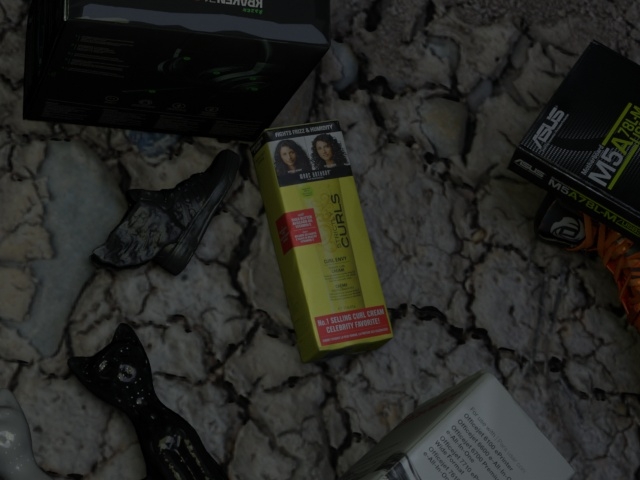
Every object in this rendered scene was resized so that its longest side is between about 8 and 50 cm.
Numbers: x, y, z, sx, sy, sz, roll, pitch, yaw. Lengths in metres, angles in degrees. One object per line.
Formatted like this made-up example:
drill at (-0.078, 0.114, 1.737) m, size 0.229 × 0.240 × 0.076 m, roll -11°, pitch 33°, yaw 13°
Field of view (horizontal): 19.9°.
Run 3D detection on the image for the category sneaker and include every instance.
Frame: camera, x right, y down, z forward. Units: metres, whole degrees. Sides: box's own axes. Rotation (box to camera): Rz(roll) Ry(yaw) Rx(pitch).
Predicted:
sneaker at (0.311, 0.027, 1.889) m, size 0.180 × 0.124 × 0.321 m, roll 6°, pitch 61°, yaw -11°
sneaker at (-0.151, -0.034, 1.790) m, size 0.089 × 0.051 × 0.170 m, roll 30°, pitch 71°, yaw -11°

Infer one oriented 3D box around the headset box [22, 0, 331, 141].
headset box at (-0.140, -0.207, 1.721) m, size 0.246 × 0.283 × 0.131 m, roll 4°, pitch 73°, yaw -15°

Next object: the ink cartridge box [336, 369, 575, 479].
ink cartridge box at (0.055, 0.278, 1.665) m, size 0.307 × 0.223 × 0.129 m, roll -40°, pitch 89°, yaw -23°

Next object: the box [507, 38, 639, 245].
box at (0.312, -0.096, 1.857) m, size 0.184 × 0.045 × 0.191 m, roll 33°, pitch 53°, yaw 8°

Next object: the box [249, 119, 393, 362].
box at (0.000, 0.000, 1.822) m, size 0.087 × 0.058 × 0.232 m, roll -8°, pitch 77°, yaw -20°

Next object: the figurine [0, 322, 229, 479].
figurine at (-0.214, 0.205, 1.689) m, size 0.215 × 0.092 × 0.209 m, roll -27°, pitch 75°, yaw -21°
